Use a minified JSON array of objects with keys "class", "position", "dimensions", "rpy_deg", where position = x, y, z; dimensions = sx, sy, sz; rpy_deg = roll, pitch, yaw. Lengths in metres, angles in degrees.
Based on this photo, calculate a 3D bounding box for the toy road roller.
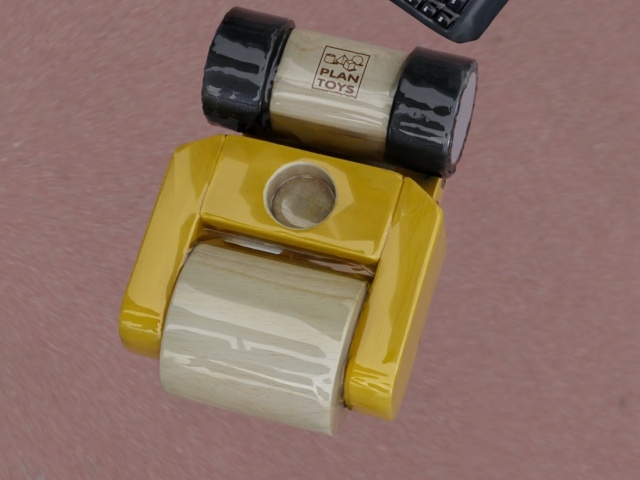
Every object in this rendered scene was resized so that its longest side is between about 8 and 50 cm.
[{"class":"toy road roller","position":[0.000,0.000,1.318],"dimensions":[0.202,0.240,0.329],"rpy_deg":[13,68,12]}]

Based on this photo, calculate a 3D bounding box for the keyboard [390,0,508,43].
[{"class":"keyboard","position":[0.067,-0.167,0.673],"dimensions":[0.100,0.038,0.192],"rpy_deg":[37,125,2]}]
